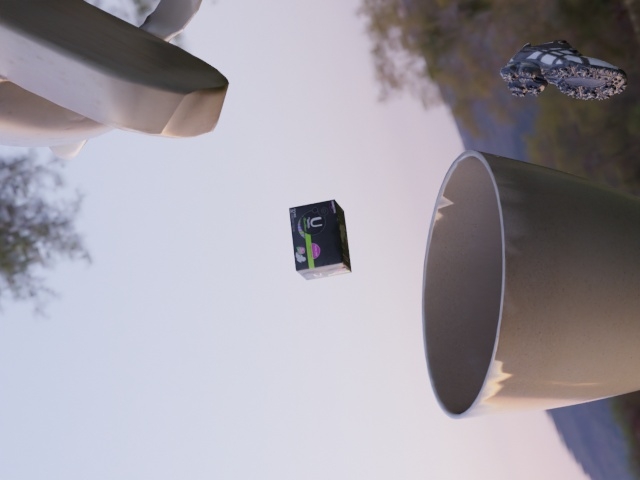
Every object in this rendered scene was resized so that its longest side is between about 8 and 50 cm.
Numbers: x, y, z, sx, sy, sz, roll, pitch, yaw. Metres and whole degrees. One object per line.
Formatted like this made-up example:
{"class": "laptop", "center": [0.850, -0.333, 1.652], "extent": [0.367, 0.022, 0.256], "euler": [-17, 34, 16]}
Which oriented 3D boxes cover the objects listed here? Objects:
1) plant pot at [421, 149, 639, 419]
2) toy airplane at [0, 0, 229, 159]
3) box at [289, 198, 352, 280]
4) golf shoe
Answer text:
{"class": "plant pot", "center": [0.264, 0.052, 1.267], "extent": [0.256, 0.274, 0.256], "euler": [-175, 90, -79]}
{"class": "toy airplane", "center": [-0.257, -0.159, 0.628], "extent": [0.272, 0.385, 0.386], "euler": [102, 158, -43]}
{"class": "box", "center": [0.000, 0.000, 1.605], "extent": [0.052, 0.062, 0.083], "euler": [47, -146, -68]}
{"class": "golf shoe", "center": [0.372, -0.267, 1.960], "extent": [0.094, 0.198, 0.077], "euler": [-61, -37, -28]}
